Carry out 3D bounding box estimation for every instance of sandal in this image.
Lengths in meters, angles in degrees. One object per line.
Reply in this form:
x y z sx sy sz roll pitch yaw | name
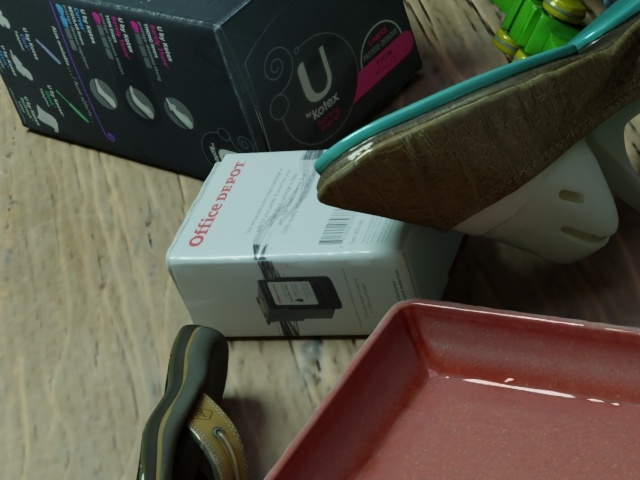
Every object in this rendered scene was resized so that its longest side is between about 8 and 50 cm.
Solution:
-0.062 0.124 1.000 0.060 0.090 0.219 10 30 2 | sandal

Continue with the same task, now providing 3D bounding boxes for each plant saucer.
0.094 0.137 0.917 0.259 0.048 0.258 7 41 32 | plant saucer

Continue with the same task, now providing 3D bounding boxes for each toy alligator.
0.147 -0.152 1.308 0.051 0.056 0.190 16 22 -25 | toy alligator

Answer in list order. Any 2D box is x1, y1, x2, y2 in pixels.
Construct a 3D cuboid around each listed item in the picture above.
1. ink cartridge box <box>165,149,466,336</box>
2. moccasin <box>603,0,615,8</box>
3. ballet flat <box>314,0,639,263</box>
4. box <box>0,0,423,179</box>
0.000 0.000 1.143 0.150 0.063 0.109 -2 37 23 | ink cartridge box
0.180 -0.215 1.269 0.342 0.138 0.117 14 22 21 | moccasin
0.150 -0.062 1.103 0.342 0.124 0.116 -30 -1 -37 | ballet flat
-0.092 -0.153 1.333 0.270 0.143 0.165 17 49 41 | box
